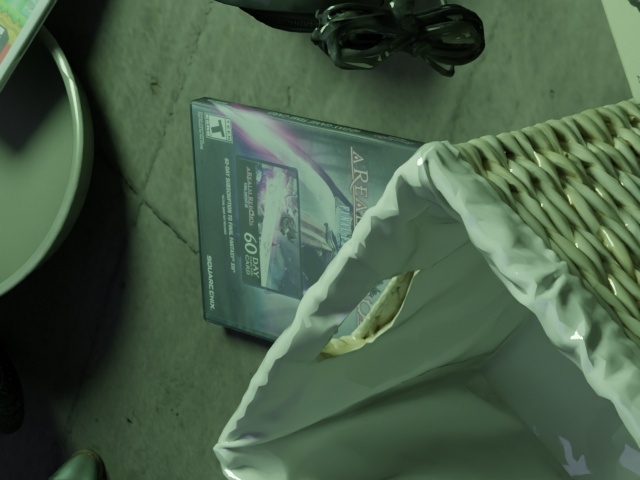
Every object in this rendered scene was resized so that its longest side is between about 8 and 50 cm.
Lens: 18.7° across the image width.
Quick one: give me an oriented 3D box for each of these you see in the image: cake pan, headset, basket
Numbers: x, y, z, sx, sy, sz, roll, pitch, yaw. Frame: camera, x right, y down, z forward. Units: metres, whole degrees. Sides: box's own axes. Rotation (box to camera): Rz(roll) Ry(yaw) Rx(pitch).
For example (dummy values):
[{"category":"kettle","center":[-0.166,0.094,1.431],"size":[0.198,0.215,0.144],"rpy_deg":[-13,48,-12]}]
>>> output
[{"category":"cake pan","center":[-0.324,-0.079,1.754],"size":[0.293,0.054,0.293],"rpy_deg":[-3,84,27]},{"category":"headset","center":[-0.017,-0.247,1.358],"size":[0.394,0.185,0.243],"rpy_deg":[52,136,35]},{"category":"basket","center":[0.168,0.131,1.248],"size":[0.331,0.266,0.328],"rpy_deg":[52,135,20]}]

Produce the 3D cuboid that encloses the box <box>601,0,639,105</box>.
[{"category":"box","center":[0.216,-0.231,1.190],"size":[0.113,0.094,0.275],"rpy_deg":[-19,91,47]}]

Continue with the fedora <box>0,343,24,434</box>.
[{"category":"fedora","center":[-0.439,0.109,1.826],"size":[0.152,0.334,0.334],"rpy_deg":[-49,65,8]}]

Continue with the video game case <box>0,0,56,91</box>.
[{"category":"video game case","center":[-0.306,-0.266,1.651],"size":[0.204,0.025,0.285],"rpy_deg":[37,113,2]}]

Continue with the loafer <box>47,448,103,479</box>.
[{"category":"loafer","center":[-0.256,0.314,1.908],"size":[0.096,0.084,0.267],"rpy_deg":[23,130,2]}]

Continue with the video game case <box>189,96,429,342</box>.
[{"category":"video game case","center":[0.000,0.000,1.551],"size":[0.274,0.026,0.196],"rpy_deg":[15,115,43]}]
